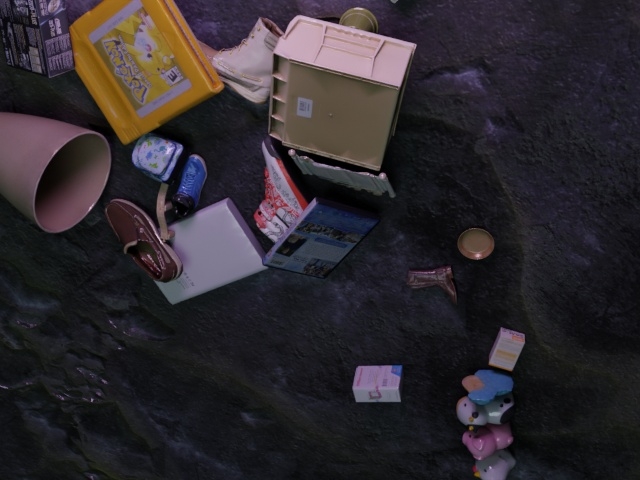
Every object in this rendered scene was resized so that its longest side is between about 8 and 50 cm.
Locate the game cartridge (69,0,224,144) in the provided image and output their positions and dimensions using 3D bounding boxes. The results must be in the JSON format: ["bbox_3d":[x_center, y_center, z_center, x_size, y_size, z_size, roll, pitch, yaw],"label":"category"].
[{"bbox_3d":[-0.397,-0.384,1.744,0.323,0.053,0.285,-21,107,36],"label":"game cartridge"}]

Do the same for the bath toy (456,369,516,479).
[{"bbox_3d":[0.435,0.504,2.096,0.151,0.129,0.348,-2,121,14],"label":"bath toy"}]

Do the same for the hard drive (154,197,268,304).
[{"bbox_3d":[-0.305,0.032,2.035,0.307,0.040,0.203,-21,114,24],"label":"hard drive"}]

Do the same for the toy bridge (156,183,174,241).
[{"bbox_3d":[-0.370,-0.085,1.940,0.026,0.063,0.188,13,110,16],"label":"toy bridge"}]

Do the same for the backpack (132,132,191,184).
[{"bbox_3d":[-0.378,-0.196,1.870,0.114,0.084,0.105,24,85,17],"label":"backpack"}]

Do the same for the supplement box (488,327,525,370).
[{"bbox_3d":[0.461,0.270,1.999,0.062,0.036,0.098,17,123,3],"label":"supplement box"}]

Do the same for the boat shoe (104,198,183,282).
[{"bbox_3d":[-0.445,-0.001,1.976,0.257,0.095,0.095,44,113,9],"label":"boat shoe"}]

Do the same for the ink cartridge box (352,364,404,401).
[{"bbox_3d":[0.152,0.373,2.105,0.122,0.088,0.052,-2,123,15],"label":"ink cartridge box"}]

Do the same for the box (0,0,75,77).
[{"bbox_3d":[-0.624,-0.463,1.758,0.147,0.077,0.180,19,126,29],"label":"box"}]

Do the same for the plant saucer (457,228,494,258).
[{"bbox_3d":[0.361,0.005,1.873,0.083,0.015,0.083,6,122,9],"label":"plant saucer"}]

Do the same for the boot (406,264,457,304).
[{"bbox_3d":[0.270,0.114,1.949,0.114,0.037,0.106,-11,105,16],"label":"boot"}]

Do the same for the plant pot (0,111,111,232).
[{"bbox_3d":[-0.681,-0.191,1.888,0.274,0.256,0.257,27,125,15],"label":"plant pot"}]

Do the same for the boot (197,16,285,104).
[{"bbox_3d":[-0.170,-0.409,1.713,0.213,0.077,0.165,32,121,-8],"label":"boot"}]

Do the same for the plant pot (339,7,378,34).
[{"bbox_3d":[0.071,-0.422,1.643,0.083,0.079,0.083,7,123,10],"label":"plant pot"}]

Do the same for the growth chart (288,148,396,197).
[{"bbox_3d":[0.052,-0.143,1.790,0.237,0.172,0.021,15,81,8],"label":"growth chart"}]

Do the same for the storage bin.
[{"bbox_3d":[0.035,-0.296,1.649,0.260,0.123,0.262,16,147,4],"label":"storage bin"}]

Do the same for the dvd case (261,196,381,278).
[{"bbox_3d":[0.000,0.000,1.888,0.180,0.022,0.253,14,137,-31],"label":"dvd case"}]

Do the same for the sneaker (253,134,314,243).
[{"bbox_3d":[-0.106,-0.104,1.870,0.145,0.090,0.270,-23,117,17],"label":"sneaker"}]

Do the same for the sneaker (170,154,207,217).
[{"bbox_3d":[-0.313,-0.124,1.914,0.058,0.085,0.152,20,123,1],"label":"sneaker"}]

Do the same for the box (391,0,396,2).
[{"bbox_3d":[0.117,-0.645,1.511,0.232,0.058,0.322,-37,106,29],"label":"box"}]
